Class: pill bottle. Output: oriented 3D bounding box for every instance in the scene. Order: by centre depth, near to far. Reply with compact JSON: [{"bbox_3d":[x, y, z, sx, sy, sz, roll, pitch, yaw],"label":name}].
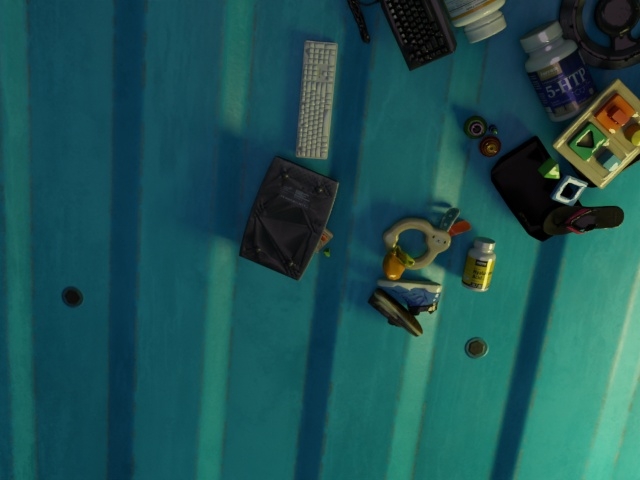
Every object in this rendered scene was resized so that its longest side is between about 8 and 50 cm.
[{"bbox_3d":[0.295,-0.513,1.513,0.117,0.117,0.215,-24,106,11],"label":"pill bottle"},{"bbox_3d":[0.489,-0.352,1.558,0.112,0.112,0.187,-28,104,12],"label":"pill bottle"},{"bbox_3d":[0.365,0.053,1.727,0.065,0.065,0.116,9,109,1],"label":"pill bottle"}]

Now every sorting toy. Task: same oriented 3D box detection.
[{"bbox_3d":[0.601,-0.212,1.550,0.196,0.047,0.348,32,110,-29],"label":"sorting toy"},{"bbox_3d":[0.360,-0.228,1.645,0.061,0.042,0.102,-39,102,15],"label":"sorting toy"},{"bbox_3d":[0.000,0.000,1.762,0.083,0.012,0.062,40,106,-9],"label":"sorting toy"}]

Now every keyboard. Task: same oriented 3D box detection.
[{"bbox_3d":[0.135,-0.499,1.547,0.201,0.033,0.317,-17,109,31],"label":"keyboard"},{"bbox_3d":[-0.009,-0.307,1.659,0.072,0.014,0.256,6,109,2],"label":"keyboard"}]

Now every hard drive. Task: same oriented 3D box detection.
[{"bbox_3d":[-0.071,-0.052,1.721,0.172,0.054,0.255,23,108,3],"label":"hard drive"}]

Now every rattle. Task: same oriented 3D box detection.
[{"bbox_3d":[0.237,0.004,1.685,0.199,0.143,0.130,-13,89,15],"label":"rattle"}]

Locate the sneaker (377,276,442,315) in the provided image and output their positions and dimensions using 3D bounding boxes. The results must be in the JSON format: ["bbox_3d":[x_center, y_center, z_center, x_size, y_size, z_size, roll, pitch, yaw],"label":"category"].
[{"bbox_3d":[0.205,0.135,1.769,0.152,0.058,0.085,6,100,-5],"label":"sneaker"}]

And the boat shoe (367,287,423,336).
[{"bbox_3d":[0.178,0.178,1.792,0.152,0.056,0.049,44,111,0],"label":"boat shoe"}]

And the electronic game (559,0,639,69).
[{"bbox_3d":[0.608,-0.466,1.543,0.229,0.048,0.229,3,111,7],"label":"electronic game"}]

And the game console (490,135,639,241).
[{"bbox_3d":[0.569,-0.171,1.649,0.361,0.044,0.213,-34,103,13],"label":"game console"}]

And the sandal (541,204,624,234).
[{"bbox_3d":[0.578,-0.045,1.650,0.179,0.040,0.067,-6,111,4],"label":"sandal"}]
